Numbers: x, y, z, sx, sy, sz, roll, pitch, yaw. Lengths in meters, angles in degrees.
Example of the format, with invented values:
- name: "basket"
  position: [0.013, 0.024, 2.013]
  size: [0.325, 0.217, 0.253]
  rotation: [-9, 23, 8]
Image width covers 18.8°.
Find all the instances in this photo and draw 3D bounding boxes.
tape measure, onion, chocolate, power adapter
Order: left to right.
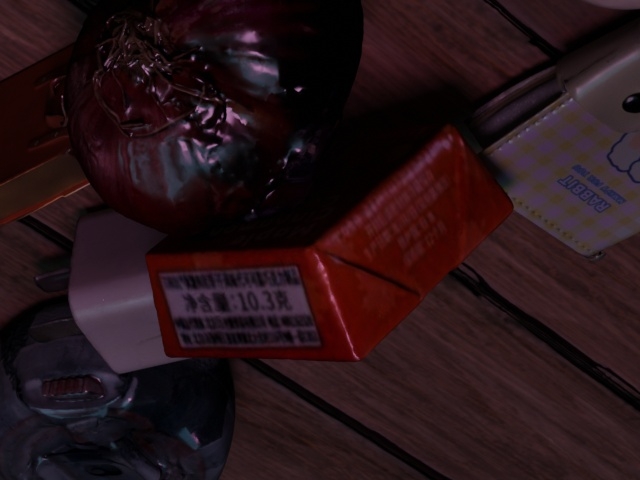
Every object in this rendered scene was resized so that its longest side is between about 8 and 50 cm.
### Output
- name: "tape measure"
  position: [-0.222, 0.181, 1.945]
  size: [0.275, 0.147, 0.256]
  rotation: [-20, 136, 25]
- name: "power adapter"
  position: [-0.178, 0.044, 1.792]
  size: [0.205, 0.130, 0.125]
  rotation: [-12, 138, 18]
- name: "onion"
  position: [-0.075, -0.137, 1.513]
  size: [0.281, 0.221, 0.281]
  rotation: [-23, 150, -15]
- name: "chocolate"
  position: [0.000, 0.000, 1.613]
  size: [0.237, 0.235, 0.108]
  rotation: [0, 122, 46]

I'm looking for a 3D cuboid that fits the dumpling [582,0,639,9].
- name: "dumpling"
  position: [0.229, -0.243, 1.470]
  size: [0.176, 0.092, 0.150]
  rotation: [8, 127, -3]

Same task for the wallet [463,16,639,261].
- name: "wallet"
  position: [0.297, -0.106, 1.636]
  size: [0.309, 0.077, 0.223]
  rotation: [-30, 133, 31]

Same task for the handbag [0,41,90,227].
- name: "handbag"
  position: [-0.263, -0.079, 1.649]
  size: [0.190, 0.127, 0.063]
  rotation: [-22, 136, 27]
